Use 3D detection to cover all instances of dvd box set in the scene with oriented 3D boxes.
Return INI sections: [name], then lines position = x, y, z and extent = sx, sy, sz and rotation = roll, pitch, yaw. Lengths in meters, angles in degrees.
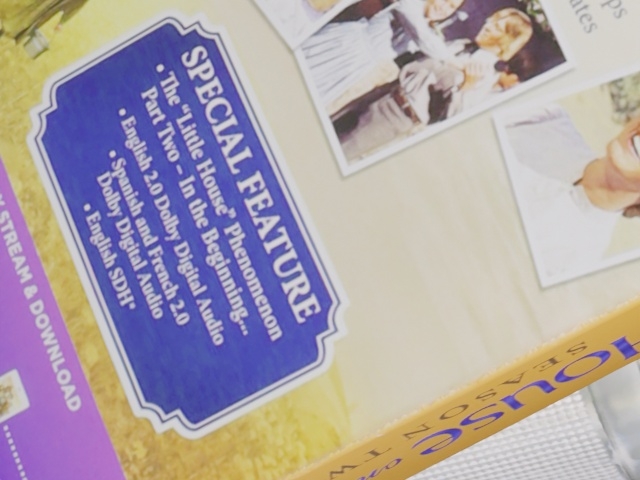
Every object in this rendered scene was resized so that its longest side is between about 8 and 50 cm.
[dvd box set]
position = -0.006, -0.092, 0.485
extent = 0.420, 0.062, 0.307
rotation = -29, 69, 10

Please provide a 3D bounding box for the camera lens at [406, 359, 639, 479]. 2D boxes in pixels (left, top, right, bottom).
[camera lens]
position = 0.000, 0.000, 0.612
extent = 0.274, 0.219, 0.219
rotation = -15, 106, 15
